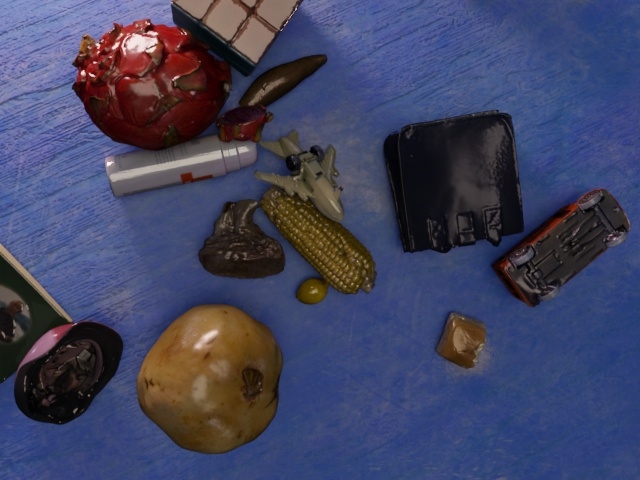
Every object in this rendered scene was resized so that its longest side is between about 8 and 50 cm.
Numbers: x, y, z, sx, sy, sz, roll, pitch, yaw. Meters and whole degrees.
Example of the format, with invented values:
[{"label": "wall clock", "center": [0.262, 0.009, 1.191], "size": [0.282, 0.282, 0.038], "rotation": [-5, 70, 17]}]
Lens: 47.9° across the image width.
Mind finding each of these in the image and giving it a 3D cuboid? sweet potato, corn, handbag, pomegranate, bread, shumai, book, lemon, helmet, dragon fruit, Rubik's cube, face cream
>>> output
[{"label": "sweet potato", "center": [-0.093, -0.380, 1.693], "size": [0.243, 0.077, 0.077], "rotation": [-38, 100, -6]}, {"label": "corn", "center": [0.000, 0.000, 1.709], "size": [0.347, 0.130, 0.130], "rotation": [43, 87, -5]}, {"label": "handbag", "center": [0.325, -0.133, 1.758], "size": [0.303, 0.122, 0.329], "rotation": [-11, 96, -10]}, {"label": "pomegranate", "center": [-0.244, 0.304, 1.605], "size": [0.332, 0.332, 0.333], "rotation": [-1, 95, -10]}, {"label": "bread", "center": [0.358, 0.255, 1.814], "size": [0.106, 0.082, 0.125], "rotation": [21, 94, -17]}, {"label": "shumai", "center": [-0.177, -0.005, 1.683], "size": [0.205, 0.166, 0.176], "rotation": [7, 71, -11]}, {"label": "book", "center": [-0.794, 0.213, 1.640], "size": [0.371, 0.043, 0.260], "rotation": [-40, 102, -3]}, {"label": "lemon", "center": [-0.017, 0.122, 1.750], "size": [0.092, 0.065, 0.065], "rotation": [-26, 98, -4]}, {"label": "helmet", "center": [-0.583, 0.285, 1.625], "size": [0.198, 0.154, 0.253], "rotation": [33, 78, -46]}, {"label": "dragon fruit", "center": [-0.170, -0.258, 1.625], "size": [0.126, 0.112, 0.068], "rotation": [-17, 124, -9]}, {"label": "dragon fruit", "center": [-0.362, -0.331, 1.556], "size": [0.342, 0.277, 0.278], "rotation": [17, 92, -19]}, {"label": "Rubik's cube", "center": [-0.176, -0.522, 1.589], "size": [0.224, 0.231, 0.221], "rotation": [35, 89, -12]}, {"label": "face cream", "center": [-0.311, -0.180, 1.658], "size": [0.345, 0.102, 0.102], "rotation": [-12, 96, -7]}]

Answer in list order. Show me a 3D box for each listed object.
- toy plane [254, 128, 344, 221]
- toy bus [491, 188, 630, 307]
[{"label": "toy plane", "center": [-0.026, -0.150, 1.660], "size": [0.242, 0.104, 0.256], "rotation": [-26, 62, -39]}, {"label": "toy bus", "center": [0.599, 0.012, 1.801], "size": [0.329, 0.153, 0.143], "rotation": [-39, 98, -3]}]
